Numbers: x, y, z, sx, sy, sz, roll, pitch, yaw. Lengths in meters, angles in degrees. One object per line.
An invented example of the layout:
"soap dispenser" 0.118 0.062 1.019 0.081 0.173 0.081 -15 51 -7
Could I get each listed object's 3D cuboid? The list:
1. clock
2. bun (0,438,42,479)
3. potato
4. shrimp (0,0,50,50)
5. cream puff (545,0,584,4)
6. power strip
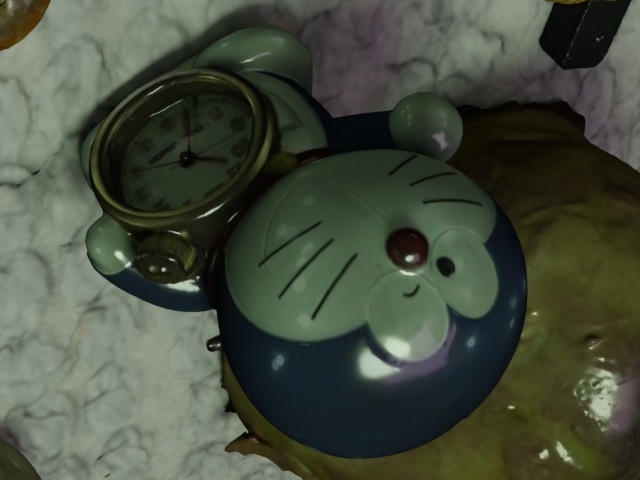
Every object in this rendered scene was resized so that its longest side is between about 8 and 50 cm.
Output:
"clock" 0.000 0.000 0.977 0.200 0.243 0.146 -36 144 -12
"bun" -0.225 0.192 1.064 0.167 0.113 0.173 14 113 -48
"potato" 0.111 0.080 1.154 0.301 0.237 0.288 -25 140 -21
"shrimp" -0.178 -0.116 0.883 0.127 0.025 0.091 -25 139 -28
"cream puff" 0.149 -0.192 0.982 0.189 0.129 0.189 -22 164 -7
"power strip" 0.169 -0.156 1.149 0.038 0.029 0.111 -8 133 -38
